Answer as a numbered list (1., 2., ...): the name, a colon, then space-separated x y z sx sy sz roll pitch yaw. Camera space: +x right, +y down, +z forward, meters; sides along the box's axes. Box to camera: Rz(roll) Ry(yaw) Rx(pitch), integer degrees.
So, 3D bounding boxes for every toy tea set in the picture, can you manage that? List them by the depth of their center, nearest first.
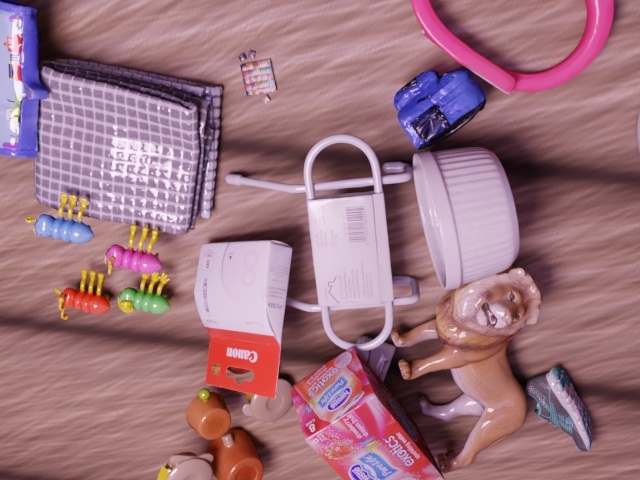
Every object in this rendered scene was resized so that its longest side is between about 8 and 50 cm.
1. toy tea set: -0.169 0.308 1.150 0.199 0.124 0.336 20 95 -35

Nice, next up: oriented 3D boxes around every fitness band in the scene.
1. fitness band: 0.263 -0.334 0.883 0.290 0.054 0.209 34 108 -5

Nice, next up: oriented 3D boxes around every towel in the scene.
1. towel: -0.308 -0.146 0.998 0.283 0.121 0.235 13 112 4

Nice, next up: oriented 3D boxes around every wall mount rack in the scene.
1. wall mount rack: 0.000 0.000 1.007 0.303 0.130 0.350 -4 109 6

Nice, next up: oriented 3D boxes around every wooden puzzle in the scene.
1. wooden puzzle: -0.097 -0.255 0.987 0.049 0.006 0.083 -7 108 11

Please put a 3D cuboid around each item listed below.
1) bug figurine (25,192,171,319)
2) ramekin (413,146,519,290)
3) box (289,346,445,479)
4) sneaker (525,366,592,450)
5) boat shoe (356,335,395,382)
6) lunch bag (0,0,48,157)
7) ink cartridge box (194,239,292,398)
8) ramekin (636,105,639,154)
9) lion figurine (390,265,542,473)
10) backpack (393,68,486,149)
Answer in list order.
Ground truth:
1. bug figurine: -0.357 0.052 1.041 0.216 0.072 0.279 9 139 1
2. ramekin: 0.210 -0.038 0.919 0.108 0.207 0.207 -12 108 3
3. box: 0.077 0.312 1.014 0.128 0.123 0.257 -33 122 4
4. sneaker: 0.410 0.293 1.087 0.076 0.065 0.167 -24 102 33
5. boat shoe: 0.084 0.281 1.111 0.075 0.083 0.227 10 110 6
6. lunch bag: -0.530 -0.259 0.944 0.293 0.138 0.221 20 112 19
7. ink cartridge box: -0.134 0.118 1.001 0.189 0.066 0.233 -3 74 45
8. ramekin: 0.588 -0.157 0.853 0.272 0.127 0.273 3 111 8
9. lion figurine: 0.266 0.219 1.047 0.240 0.142 0.392 -19 123 7
10. backpack: 0.173 -0.200 0.918 0.120 0.098 0.101 -31 99 18
